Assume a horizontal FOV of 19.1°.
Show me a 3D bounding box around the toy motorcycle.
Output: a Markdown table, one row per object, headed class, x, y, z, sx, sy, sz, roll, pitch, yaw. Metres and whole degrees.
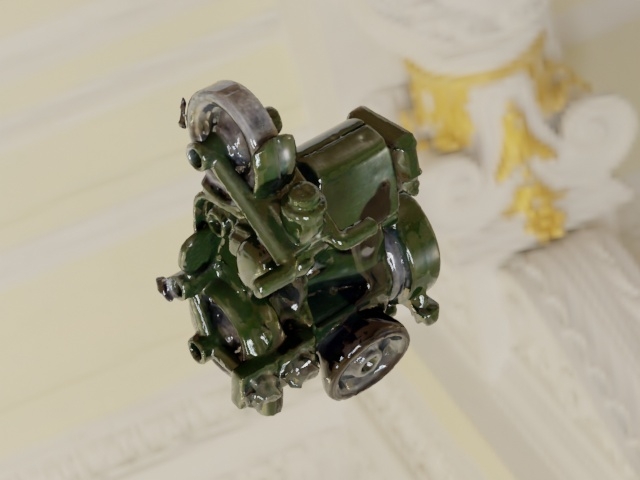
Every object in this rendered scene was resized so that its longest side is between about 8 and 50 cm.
| class | x | y | z | sx | sy | sz | roll | pitch | yaw |
| --- | --- | --- | --- | --- | --- | --- | --- | --- | --- |
| toy motorcycle | 0.000 | 0.000 | 1.250 | 0.205 | 0.275 | 0.127 | -29 | -127 | -29 |
